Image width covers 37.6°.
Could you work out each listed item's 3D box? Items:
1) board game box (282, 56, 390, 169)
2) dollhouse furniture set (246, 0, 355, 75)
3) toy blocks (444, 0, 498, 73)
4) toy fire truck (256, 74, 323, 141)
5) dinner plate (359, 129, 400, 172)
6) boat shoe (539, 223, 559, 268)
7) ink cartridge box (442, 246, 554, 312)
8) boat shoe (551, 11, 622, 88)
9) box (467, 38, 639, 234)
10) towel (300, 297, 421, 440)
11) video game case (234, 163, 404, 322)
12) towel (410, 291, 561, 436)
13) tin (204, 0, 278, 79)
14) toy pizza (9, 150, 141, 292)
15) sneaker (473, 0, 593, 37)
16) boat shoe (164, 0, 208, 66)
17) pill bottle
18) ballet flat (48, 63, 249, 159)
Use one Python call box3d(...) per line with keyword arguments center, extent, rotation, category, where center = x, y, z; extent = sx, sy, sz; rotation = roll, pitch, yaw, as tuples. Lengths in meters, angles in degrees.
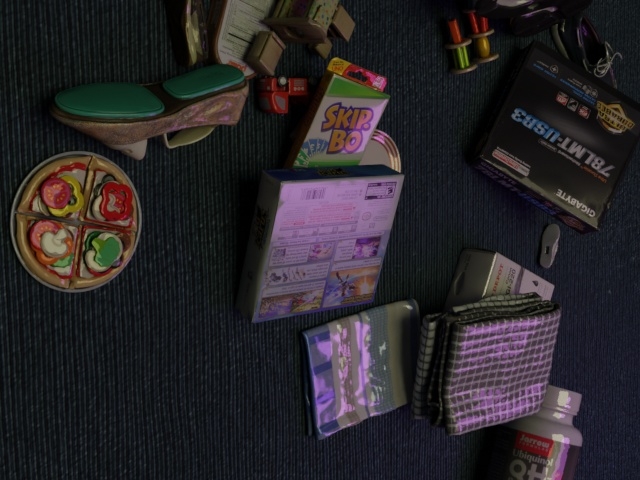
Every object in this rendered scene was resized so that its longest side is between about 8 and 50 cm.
box3d(center=(0.019, -0.163, 1.552), extent=(0.124, 0.039, 0.259), rotation=(14, 105, -36), category="board game box")
box3d(center=(-0.005, -0.317, 1.502), extent=(0.161, 0.101, 0.182), rotation=(41, 64, -50), category="dollhouse furniture set")
box3d(center=(0.280, -0.407, 1.796), extent=(0.123, 0.054, 0.148), rotation=(-29, 114, -35), category="toy blocks")
box3d(center=(-0.021, -0.207, 1.566), extent=(0.192, 0.047, 0.135), rotation=(-7, 102, -39), category="toy fire truck")
box3d(center=(0.090, -0.129, 1.691), extent=(0.141, 0.017, 0.141), rotation=(-6, 100, -41), category="dinner plate")
box3d(center=(0.503, 0.014, 2.059), extent=(0.035, 0.035, 0.100), rotation=(29, 70, -67), category="boat shoe")
box3d(center=(0.363, 0.123, 1.910), extent=(0.218, 0.092, 0.158), rotation=(25, 79, -38), category="ink cartridge box")
box3d(center=(0.593, -0.402, 2.050), extent=(0.095, 0.079, 0.254), rotation=(-55, 126, -22), category="boat shoe")
box3d(center=(0.486, -0.208, 1.906), extent=(0.295, 0.073, 0.293), rotation=(31, 73, -8), category="box")
box3d(center=(0.084, 0.231, 1.721), extent=(0.285, 0.034, 0.209), rotation=(-12, 102, -39), category="towel")
box3d(center=(0.000, 0.000, 1.556), extent=(0.269, 0.061, 0.244), rotation=(-6, 117, -40), category="video game case")
box3d(center=(0.318, 0.230, 1.769), extent=(0.284, 0.121, 0.235), rotation=(-7, 114, -32), category="towel")
box3d(center=(-0.124, -0.341, 1.469), extent=(0.106, 0.040, 0.189), rotation=(15, 85, -37), category="tin")
box3d(center=(-0.337, -0.025, 1.325), extent=(0.201, 0.032, 0.201), rotation=(-6, 99, -40), category="toy pizza")
box3d(center=(0.374, -0.547, 1.785), extent=(0.447, 0.169, 0.257), rotation=(-6, 74, -60), category="sneaker")
box3d(center=(-0.196, -0.337, 1.399), extent=(0.049, 0.056, 0.152), rotation=(-21, 118, -43), category="boat shoe")
box3d(center=(0.446, 0.459, 1.966), extent=(0.176, 0.176, 0.318), rotation=(20, 82, -40), category="pill bottle")
box3d(center=(-0.237, -0.174, 1.352), extent=(0.316, 0.107, 0.106), rotation=(-16, 135, -34), category="ballet flat")
